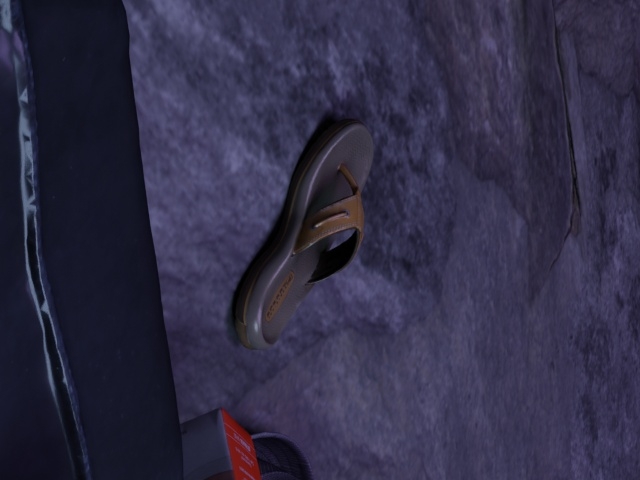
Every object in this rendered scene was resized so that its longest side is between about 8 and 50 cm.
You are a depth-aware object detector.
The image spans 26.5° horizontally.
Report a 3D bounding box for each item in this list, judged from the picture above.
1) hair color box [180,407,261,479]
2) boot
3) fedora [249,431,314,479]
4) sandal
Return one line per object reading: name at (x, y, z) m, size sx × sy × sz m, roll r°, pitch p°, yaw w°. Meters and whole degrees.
hair color box at (-0.073, 0.191, 0.779) m, size 0.053 × 0.093 × 0.167 m, roll 53°, pitch 17°, yaw -56°
boot at (-0.101, -0.040, 0.646) m, size 0.367 × 0.146 × 0.445 m, roll -32°, pitch 128°, yaw -40°
fedora at (-0.046, 0.264, 0.914) m, size 0.275 × 0.124 × 0.244 m, roll -41°, pitch 136°, yaw -45°
sandal at (0.000, 0.000, 0.944) m, size 0.180 × 0.049 × 0.072 m, roll -62°, pitch 149°, yaw -21°
